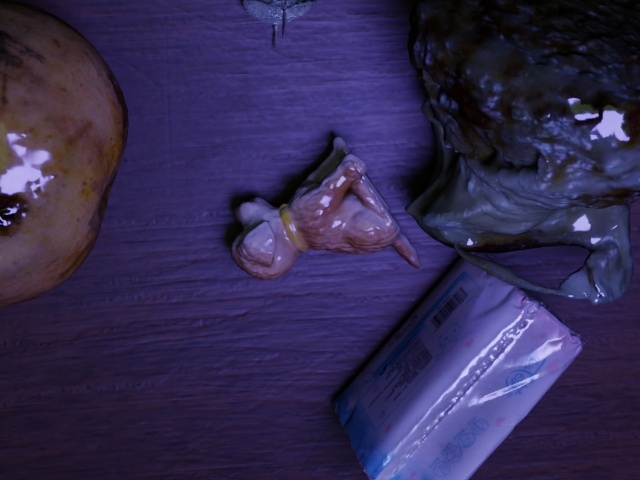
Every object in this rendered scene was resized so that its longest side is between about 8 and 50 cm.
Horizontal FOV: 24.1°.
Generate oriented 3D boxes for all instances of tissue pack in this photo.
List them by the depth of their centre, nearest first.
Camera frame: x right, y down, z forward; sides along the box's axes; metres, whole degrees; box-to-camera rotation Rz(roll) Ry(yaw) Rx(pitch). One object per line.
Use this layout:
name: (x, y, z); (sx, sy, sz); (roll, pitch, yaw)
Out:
tissue pack: (0.152, 0.157, 1.712); (0.124, 0.201, 0.271); (37, 97, -25)

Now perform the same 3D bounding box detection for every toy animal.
toy animal: (0.001, 0.007, 1.715); (0.185, 0.104, 0.184); (-35, 111, -2)

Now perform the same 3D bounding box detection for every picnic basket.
picnic basket: (-0.045, -0.256, 1.668); (0.083, 0.065, 0.083); (-2, 82, -15)

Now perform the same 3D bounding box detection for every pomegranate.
pomegranate: (-0.344, -0.089, 1.550); (0.322, 0.322, 0.322); (-1, 103, -6)

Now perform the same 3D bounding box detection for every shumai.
shumai: (0.226, -0.118, 1.615); (0.395, 0.395, 0.348); (17, 126, -10)
